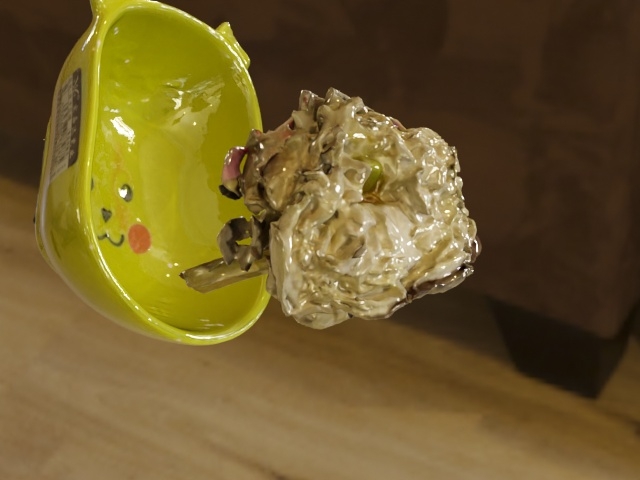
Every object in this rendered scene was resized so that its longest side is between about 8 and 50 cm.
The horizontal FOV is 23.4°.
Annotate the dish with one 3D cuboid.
[{"bbox_3d":[-0.139,-0.047,1.154,0.108,0.221,0.262,-11,75,32],"label":"dish"}]

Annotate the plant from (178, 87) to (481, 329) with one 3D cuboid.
[{"bbox_3d":[0.000,0.000,0.663,0.116,0.122,0.104,10,58,-42],"label":"plant"}]
